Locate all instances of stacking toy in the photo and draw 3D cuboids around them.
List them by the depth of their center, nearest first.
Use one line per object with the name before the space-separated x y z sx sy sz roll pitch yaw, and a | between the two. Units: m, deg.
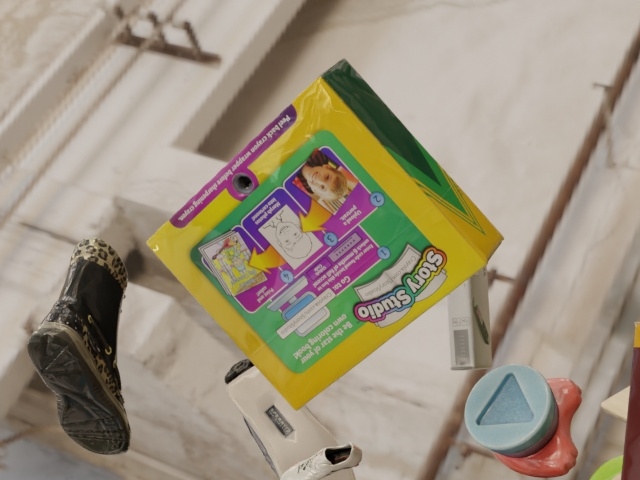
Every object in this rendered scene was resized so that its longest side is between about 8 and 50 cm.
stacking toy | 0.320 0.288 1.580 0.130 0.279 0.309 46 -144 -42

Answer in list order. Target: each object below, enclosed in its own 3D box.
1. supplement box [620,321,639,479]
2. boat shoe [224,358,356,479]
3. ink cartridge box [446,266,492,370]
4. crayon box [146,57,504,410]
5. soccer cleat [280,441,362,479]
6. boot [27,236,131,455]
supplement box | 0.349 0.174 0.926 0.129 0.191 0.194 26 -112 -50
boat shoe | -0.037 0.363 2.106 0.127 0.341 0.158 -33 -20 -2
ink cartridge box | 0.321 0.128 2.451 0.239 0.060 0.275 8 -102 -64
crayon box | 0.000 0.000 1.564 0.363 0.313 0.106 -40 4 29
soccer cleat | -0.001 0.211 1.116 0.036 0.083 0.029 65 -174 -57
boot | -0.267 0.131 1.440 0.179 0.085 0.236 -79 -19 -45
